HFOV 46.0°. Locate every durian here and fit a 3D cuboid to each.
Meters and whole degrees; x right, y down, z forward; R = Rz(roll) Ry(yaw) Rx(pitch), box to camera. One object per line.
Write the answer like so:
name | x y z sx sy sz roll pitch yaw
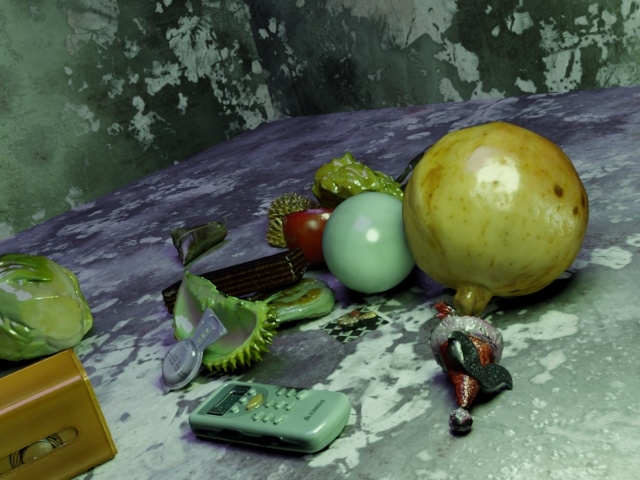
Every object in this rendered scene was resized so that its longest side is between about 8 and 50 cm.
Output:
durian | -0.084 -0.068 2.294 0.183 0.138 0.249 -17 23 -33
durian | -0.215 0.178 1.629 0.157 0.170 0.355 -27 24 -38

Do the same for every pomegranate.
pomegranate | 0.346 -0.032 1.558 0.409 0.410 0.410 -13 19 5

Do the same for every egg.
egg | 0.122 -0.003 1.789 0.229 0.230 0.371 -11 12 12

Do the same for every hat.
hat | 0.238 0.218 1.264 0.128 0.140 0.227 -18 29 25

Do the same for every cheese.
cheese | -0.273 0.236 1.581 0.191 0.042 0.105 -50 46 6

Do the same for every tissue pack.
tissue pack | -0.531 0.353 1.353 0.274 0.195 0.145 -24 25 -22

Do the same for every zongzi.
zongzi | -0.363 0.011 2.370 0.187 0.084 0.184 -15 33 -14

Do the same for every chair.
chair | 0.310 -0.207 2.364 0.213 0.149 0.174 -6 22 37

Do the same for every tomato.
tomato | 0.000 0.000 2.017 0.200 0.140 0.233 -4 -14 21

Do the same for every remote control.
remote control | -0.092 0.309 1.339 0.296 0.056 0.140 -2 24 35

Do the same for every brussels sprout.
brussels sprout | -0.753 0.160 1.938 0.343 0.268 0.344 -6 18 2

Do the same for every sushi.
sushi | 0.069 0.172 1.647 0.120 0.026 0.126 -23 20 -19

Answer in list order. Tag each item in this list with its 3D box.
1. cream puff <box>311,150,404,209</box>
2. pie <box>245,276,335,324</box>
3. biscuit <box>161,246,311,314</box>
cream puff | 0.122 -0.139 2.119 0.281 0.282 0.185 4 50 44
pie | -0.079 0.151 1.781 0.240 0.054 0.240 -14 17 4
biscuit | -0.214 0.101 1.904 0.388 0.073 0.107 -15 8 22
